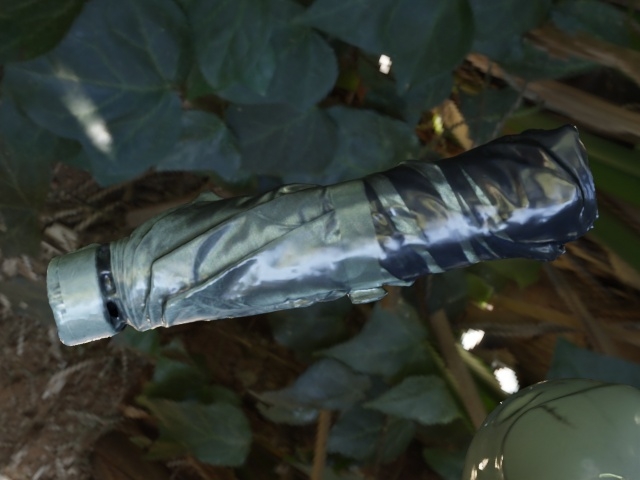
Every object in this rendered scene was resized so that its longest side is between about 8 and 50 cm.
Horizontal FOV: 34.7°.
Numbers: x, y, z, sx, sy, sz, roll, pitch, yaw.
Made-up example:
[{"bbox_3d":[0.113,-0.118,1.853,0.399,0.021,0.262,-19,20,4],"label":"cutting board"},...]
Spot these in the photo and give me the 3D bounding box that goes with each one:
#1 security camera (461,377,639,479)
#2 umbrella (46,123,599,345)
[{"bbox_3d":[0.120,0.196,0.615,0.277,0.197,0.191,-39,-175,-2],"label":"security camera"},{"bbox_3d":[0.000,0.000,0.354,0.050,0.188,0.046,-95,170,-66],"label":"umbrella"}]
